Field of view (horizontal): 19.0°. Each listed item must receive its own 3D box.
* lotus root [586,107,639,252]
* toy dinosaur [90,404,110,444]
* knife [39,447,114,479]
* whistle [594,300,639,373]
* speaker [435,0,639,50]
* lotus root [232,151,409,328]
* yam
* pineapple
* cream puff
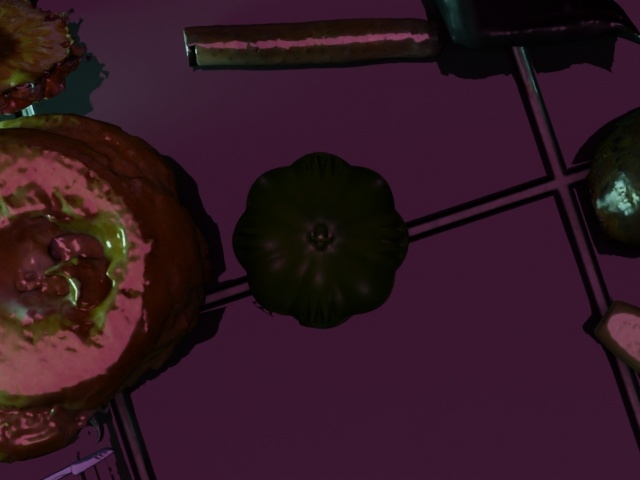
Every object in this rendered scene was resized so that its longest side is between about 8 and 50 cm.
[{"bbox_3d":[0.393,-0.080,1.878,0.275,0.160,0.152,-21,99,1],"label":"lotus root"},{"bbox_3d":[-0.246,0.162,1.953,0.062,0.021,0.083,13,85,8],"label":"toy dinosaur"},{"bbox_3d":[-0.252,0.234,1.958,0.091,0.005,0.014,-28,87,0],"label":"knife"},{"bbox_3d":[0.401,0.152,1.897,0.288,0.106,0.131,32,92,1],"label":"whistle"},{"bbox_3d":[0.176,-0.358,1.831,0.184,0.180,0.388,-15,113,2],"label":"speaker"},{"bbox_3d":[0.000,0.000,1.879,0.186,0.186,0.186,0,89,1],"label":"lotus root"},{"bbox_3d":[-0.006,-0.201,1.944,0.264,0.046,0.046,-2,89,0],"label":"yam"},{"bbox_3d":[-0.332,-0.181,1.898,0.221,0.221,0.047,-1,128,1],"label":"pineapple"},{"bbox_3d":[-0.272,0.046,1.851,0.327,0.231,0.343,8,82,-4],"label":"cream puff"}]
